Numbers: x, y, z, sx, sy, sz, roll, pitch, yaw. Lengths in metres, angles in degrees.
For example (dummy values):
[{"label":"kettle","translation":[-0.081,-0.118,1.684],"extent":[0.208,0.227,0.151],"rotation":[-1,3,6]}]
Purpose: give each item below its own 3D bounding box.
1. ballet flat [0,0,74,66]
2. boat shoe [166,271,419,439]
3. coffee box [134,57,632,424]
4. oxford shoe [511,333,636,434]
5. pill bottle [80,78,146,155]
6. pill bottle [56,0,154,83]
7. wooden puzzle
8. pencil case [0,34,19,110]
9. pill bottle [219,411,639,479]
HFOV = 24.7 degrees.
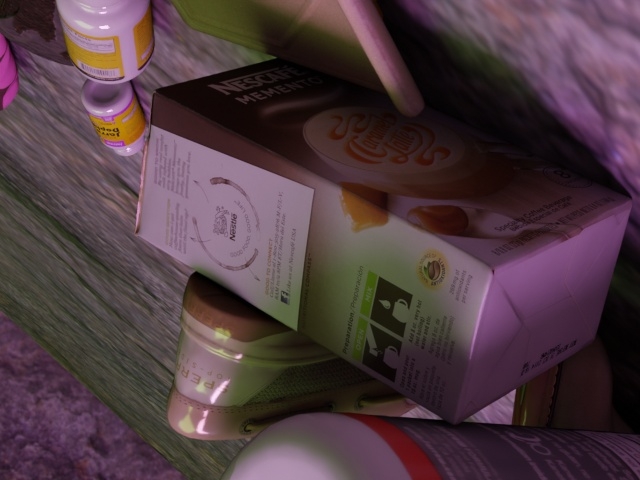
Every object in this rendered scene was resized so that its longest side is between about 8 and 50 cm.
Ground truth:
[{"label":"ballet flat","translation":[-0.208,-0.190,1.097],"extent":[0.084,0.058,0.250],"rotation":[17,168,0]},{"label":"boat shoe","translation":[0.022,0.074,0.950],"extent":[0.109,0.098,0.302],"rotation":[29,-161,37]},{"label":"coffee box","translation":[0.029,-0.013,0.836],"extent":[0.246,0.141,0.098],"rotation":[28,122,32]},{"label":"oxford shoe","translation":[0.219,0.178,1.048],"extent":[0.146,0.140,0.397],"rotation":[2,145,19]},{"label":"pill bottle","translation":[-0.172,-0.105,1.233],"extent":[0.043,0.043,0.083],"rotation":[33,162,21]},{"label":"pill bottle","translation":[-0.149,-0.160,1.013],"extent":[0.065,0.065,0.116],"rotation":[37,162,9]},{"label":"wooden puzzle","translation":[-0.053,-0.181,0.813],"extent":[0.239,0.044,0.221],"rotation":[30,161,43]},{"label":"pencil case","translation":[-0.331,-0.186,1.295],"extent":[0.098,0.095,0.209],"rotation":[52,164,15]},{"label":"pill bottle","translation":[0.127,0.209,0.815],"extent":[0.363,0.210,0.210],"rotation":[9,-178,-33]}]
